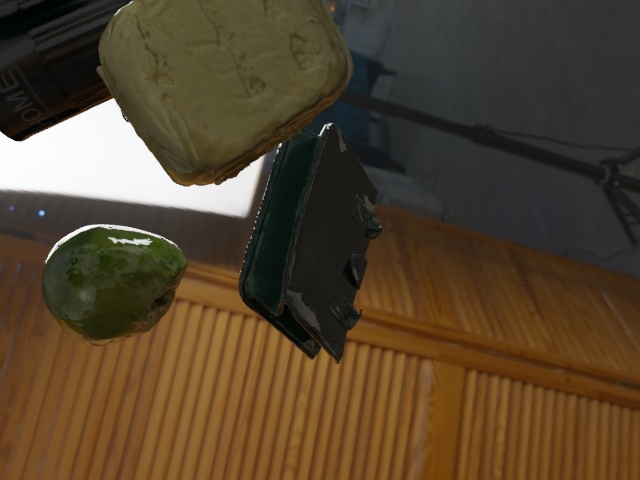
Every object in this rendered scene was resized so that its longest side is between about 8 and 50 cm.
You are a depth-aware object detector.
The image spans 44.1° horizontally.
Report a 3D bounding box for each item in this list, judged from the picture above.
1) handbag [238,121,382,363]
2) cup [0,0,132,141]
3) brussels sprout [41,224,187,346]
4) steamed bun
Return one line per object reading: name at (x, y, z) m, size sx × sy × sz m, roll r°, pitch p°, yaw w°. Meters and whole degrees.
handbag at (0.000, -0.001, 1.225) m, size 0.089 × 0.238 × 0.327 m, roll -4°, pitch 58°, yaw 30°
cup at (-0.432, -0.353, 1.293) m, size 0.242 × 0.292 × 0.308 m, roll -108°, pitch -4°, yaw -54°
brussels sprout at (-0.456, 0.101, 1.758) m, size 0.344 × 0.344 × 0.268 m, roll 161°, pitch 111°, yaw -76°
steamed bun at (-0.107, -0.205, 0.912) m, size 0.273 × 0.232 × 0.166 m, roll -39°, pitch 7°, yaw -13°
